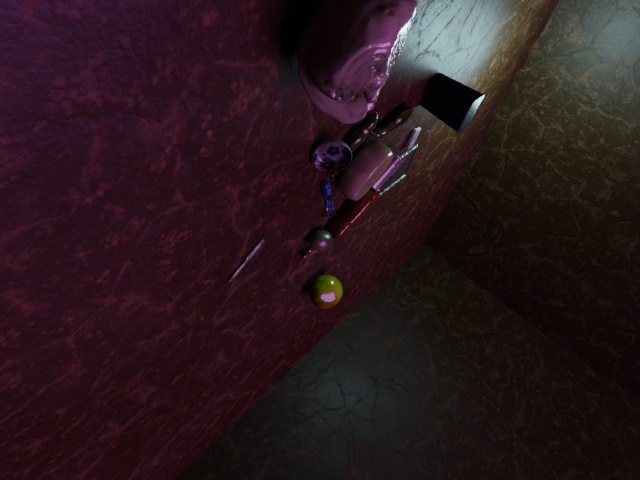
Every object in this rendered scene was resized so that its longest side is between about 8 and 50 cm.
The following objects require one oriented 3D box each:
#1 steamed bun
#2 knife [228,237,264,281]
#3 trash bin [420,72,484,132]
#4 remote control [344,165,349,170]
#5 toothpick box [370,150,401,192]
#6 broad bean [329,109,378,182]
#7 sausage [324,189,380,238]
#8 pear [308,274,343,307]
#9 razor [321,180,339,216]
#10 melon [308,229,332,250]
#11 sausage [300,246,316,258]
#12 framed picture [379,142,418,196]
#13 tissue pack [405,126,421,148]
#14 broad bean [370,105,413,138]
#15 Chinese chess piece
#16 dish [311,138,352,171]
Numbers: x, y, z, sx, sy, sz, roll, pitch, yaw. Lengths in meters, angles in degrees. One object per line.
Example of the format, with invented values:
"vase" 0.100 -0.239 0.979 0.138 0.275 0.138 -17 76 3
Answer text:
"steamed bun" 0.071 -0.479 1.062 0.339 0.247 0.352 114 -2 -65
"knife" -0.276 0.073 1.614 0.207 0.014 0.030 -51 161 -5
"trash bin" 0.576 -0.617 1.933 0.115 0.225 0.165 -36 156 -36
"remote control" 0.106 -0.319 1.749 0.039 0.014 0.096 -43 160 -15
"toothpick box" 0.271 -0.319 1.970 0.181 0.111 0.111 -49 161 -1
"broad bean" 0.118 -0.357 1.653 0.318 0.056 0.098 -55 162 23
"sausage" 0.156 -0.140 2.058 0.348 0.097 0.094 -48 152 -7
"pear" 0.022 0.287 2.404 0.219 0.187 0.188 -34 155 -53
"razor" 0.031 -0.172 1.816 0.081 0.042 0.253 -8 155 3
"melon" 0.000 0.000 1.964 0.130 0.098 0.098 -19 143 -54
"sausage" -0.037 0.048 2.049 0.186 0.043 0.043 -27 150 -51
"framed picture" 0.396 -0.362 2.304 0.315 0.024 0.232 -37 157 -32
"tissue pack" 0.463 -0.512 2.175 0.056 0.023 0.108 -33 153 -42
"broad bean" 0.289 -0.479 1.786 0.325 0.067 0.075 -40 149 -33
"Chinese chess piece" 0.185 -0.287 1.786 0.273 0.102 0.273 -48 172 -9
"dish" 0.038 -0.315 1.523 0.141 0.078 0.141 -2 143 -2
